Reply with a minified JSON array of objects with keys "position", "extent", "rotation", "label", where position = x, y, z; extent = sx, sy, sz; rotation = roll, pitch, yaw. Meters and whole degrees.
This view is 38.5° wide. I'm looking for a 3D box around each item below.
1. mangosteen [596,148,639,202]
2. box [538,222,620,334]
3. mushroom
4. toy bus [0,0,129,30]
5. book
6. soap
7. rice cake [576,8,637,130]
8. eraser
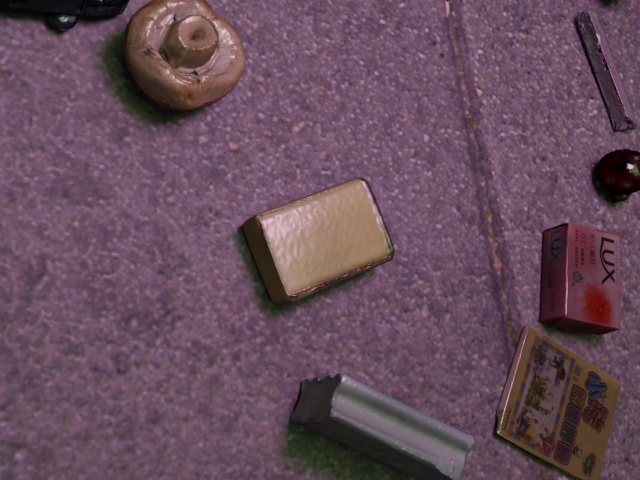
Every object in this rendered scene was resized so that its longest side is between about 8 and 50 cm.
[{"position":[0.469,-0.103,1.414],"extent":[0.081,0.081,0.081],"rotation":[6,76,-26],"label":"mangosteen"},{"position":[0.384,0.057,1.345],"extent":[0.111,0.060,0.156],"rotation":[12,74,-26],"label":"box"},{"position":[-0.162,-0.225,1.094],"extent":[0.148,0.112,0.148],"rotation":[5,73,-18],"label":"mushroom"},{"position":[-0.345,-0.310,1.035],"extent":[0.262,0.091,0.109],"rotation":[0,68,-29],"label":"toy bus"},{"position":[0.341,0.237,1.307],"extent":[0.192,0.013,0.168],"rotation":[31,66,-19],"label":"book"},{"position":[0.074,0.230,1.112],"extent":[0.198,0.114,0.063],"rotation":[28,68,-18],"label":"soap"},{"position":[0.460,-0.273,1.474],"extent":[0.033,0.033,0.207],"rotation":[-18,88,-39],"label":"rice cake"},{"position":[0.000,0.000,1.157],"extent":[0.172,0.058,0.117],"rotation":[-22,89,-30],"label":"eraser"}]
